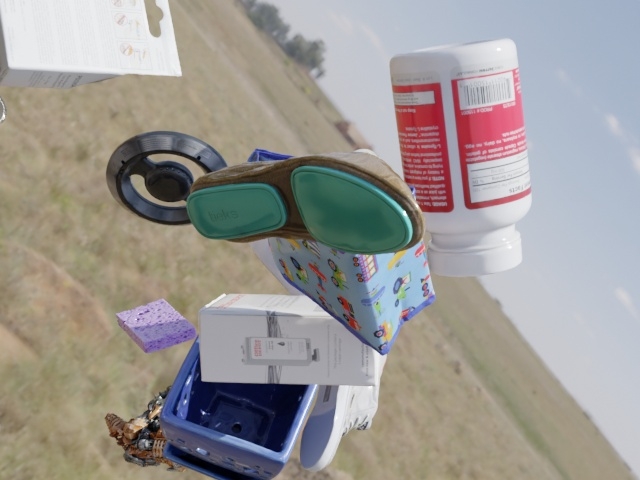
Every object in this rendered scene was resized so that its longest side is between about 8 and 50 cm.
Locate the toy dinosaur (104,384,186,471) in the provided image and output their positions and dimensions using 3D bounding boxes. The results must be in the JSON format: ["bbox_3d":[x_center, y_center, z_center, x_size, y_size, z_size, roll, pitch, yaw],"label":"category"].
[{"bbox_3d":[-0.371,0.422,2.259,0.322,0.218,0.164,29,-50,29],"label":"toy dinosaur"}]

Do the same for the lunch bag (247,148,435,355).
[{"bbox_3d":[0.000,0.000,1.464,0.293,0.138,0.221,25,-34,35],"label":"lunch bag"}]

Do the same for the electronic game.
[{"bbox_3d":[-0.276,-0.109,1.846,0.229,0.229,0.048,48,30,-38],"label":"electronic game"}]

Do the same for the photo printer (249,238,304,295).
[{"bbox_3d":[0.018,0.015,2.074,0.307,0.256,0.107,50,14,-25],"label":"photo printer"}]

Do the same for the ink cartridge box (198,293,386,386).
[{"bbox_3d":[-0.039,0.157,1.653,0.207,0.283,0.117,-35,125,-80],"label":"ink cartridge box"}]

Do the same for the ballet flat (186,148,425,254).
[{"bbox_3d":[-0.003,-0.053,1.140,0.342,0.124,0.116,-2,-64,43],"label":"ballet flat"}]

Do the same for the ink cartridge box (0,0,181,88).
[{"bbox_3d":[-0.309,-0.288,1.297,0.232,0.066,0.189,-1,74,-39],"label":"ink cartridge box"}]

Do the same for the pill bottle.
[{"bbox_3d":[0.261,-0.151,1.838,0.229,0.229,0.407,-109,-169,-78],"label":"pill bottle"}]

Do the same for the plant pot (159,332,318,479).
[{"bbox_3d":[-0.148,0.311,1.827,0.236,0.236,0.212,21,-39,2],"label":"plant pot"}]

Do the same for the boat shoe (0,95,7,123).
[{"bbox_3d":[-0.479,-0.202,1.353,0.228,0.069,0.081,43,47,-72],"label":"boat shoe"}]

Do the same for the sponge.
[{"bbox_3d":[-0.362,0.186,2.210,0.210,0.117,0.031,26,-52,59],"label":"sponge"}]

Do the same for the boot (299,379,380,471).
[{"bbox_3d":[0.050,0.337,1.920,0.123,0.095,0.258,37,54,-27],"label":"boot"}]
